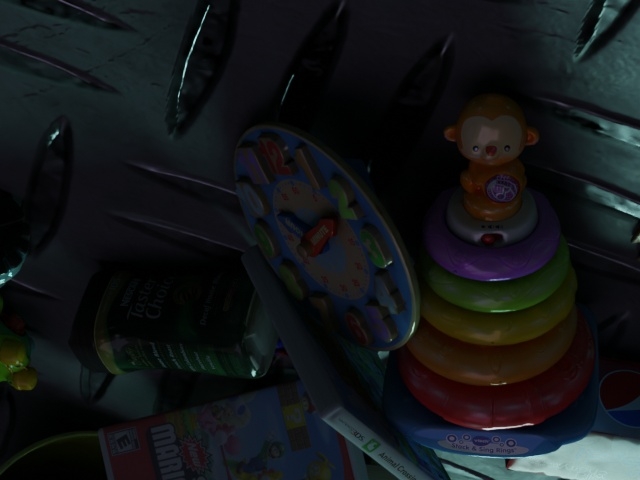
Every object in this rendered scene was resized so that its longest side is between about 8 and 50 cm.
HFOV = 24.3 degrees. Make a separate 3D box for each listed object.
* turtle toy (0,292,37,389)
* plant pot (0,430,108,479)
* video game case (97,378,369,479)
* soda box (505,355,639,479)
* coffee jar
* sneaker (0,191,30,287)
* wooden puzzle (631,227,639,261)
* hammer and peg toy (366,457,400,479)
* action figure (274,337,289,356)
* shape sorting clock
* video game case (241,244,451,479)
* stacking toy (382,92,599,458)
[{"bbox_3d":[-0.329,0.094,1.475,0.095,0.066,0.130,7,145,10],"label":"turtle toy"},{"bbox_3d":[-0.304,0.369,1.721,0.275,0.275,0.293,26,160,-16],"label":"plant pot"},{"bbox_3d":[-0.083,0.259,1.494,0.285,0.204,0.025,-16,173,24],"label":"video game case"},{"bbox_3d":[0.301,0.169,1.319,0.263,0.083,0.092,10,142,-2],"label":"soda box"},{"bbox_3d":[-0.133,0.074,1.350,0.184,0.096,0.079,-1,140,20],"label":"coffee jar"},{"bbox_3d":[-0.407,-0.009,1.322,0.283,0.110,0.122,22,149,-11],"label":"sneaker"},{"bbox_3d":[0.298,0.016,1.184,0.116,0.014,0.078,23,145,-13],"label":"wooden puzzle"},{"bbox_3d":[0.051,0.305,1.589,0.361,0.127,0.266,0,141,20],"label":"hammer and peg toy"},{"bbox_3d":[-0.043,0.095,1.409,0.038,0.030,0.115,25,147,-24],"label":"action figure"},{"bbox_3d":[0.000,0.000,1.152,0.206,0.040,0.206,39,147,33],"label":"shape sorting clock"},{"bbox_3d":[0.026,0.117,1.268,0.023,0.212,0.193,-40,131,9],"label":"video game case"},{"bbox_3d":[0.134,0.013,1.145,0.175,0.166,0.302,3,133,9],"label":"stacking toy"}]
